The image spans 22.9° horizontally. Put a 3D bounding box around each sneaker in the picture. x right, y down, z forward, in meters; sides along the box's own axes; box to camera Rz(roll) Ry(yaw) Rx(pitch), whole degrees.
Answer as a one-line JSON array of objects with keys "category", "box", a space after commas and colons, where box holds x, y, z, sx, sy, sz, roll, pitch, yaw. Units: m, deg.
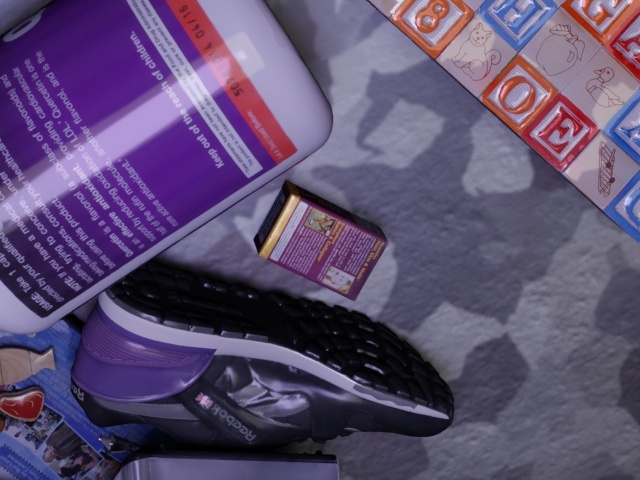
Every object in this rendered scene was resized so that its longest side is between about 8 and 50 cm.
[{"category": "sneaker", "box": [-0.045, 0.111, 1.172, 0.283, 0.107, 0.124, 18, 114, -14]}]

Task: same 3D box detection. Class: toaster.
[{"category": "toaster", "box": [-0.086, 0.228, 1.146, 0.186, 0.110, 0.168, 5, 143, -20]}]

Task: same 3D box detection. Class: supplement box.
[{"category": "supplement box", "box": [0.000, 0.000, 1.170, 0.083, 0.043, 0.055, 27, 101, -14]}]

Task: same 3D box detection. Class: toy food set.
[{"category": "toy food set", "box": [-0.257, 0.113, 1.156, 0.122, 0.019, 0.077, -1, 108, -17]}]

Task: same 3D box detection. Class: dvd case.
[{"category": "dvd case", "box": [-0.235, 0.178, 1.200, 0.180, 0.022, 0.253, 41, 97, -18]}]

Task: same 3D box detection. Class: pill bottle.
[{"category": "pill bottle", "box": [-0.165, -0.060, 1.055, 0.323, 0.181, 0.181, -33, 108, 2]}]

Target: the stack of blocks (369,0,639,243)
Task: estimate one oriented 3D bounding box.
[{"category": "stack of blocks", "box": [0.174, -0.159, 1.125, 0.297, 0.087, 0.171, 40, 97, -17]}]
